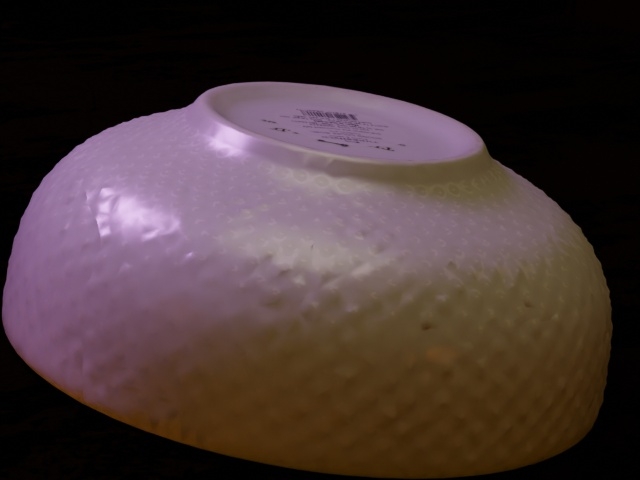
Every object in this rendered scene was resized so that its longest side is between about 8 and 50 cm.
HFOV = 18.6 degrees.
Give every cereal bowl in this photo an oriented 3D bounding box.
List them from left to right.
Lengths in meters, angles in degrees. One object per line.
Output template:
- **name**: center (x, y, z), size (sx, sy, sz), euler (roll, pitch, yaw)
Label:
- **cereal bowl**: center (0.000, 0.000, 1.082), size (0.339, 0.141, 0.339), euler (8, 18, -3)
